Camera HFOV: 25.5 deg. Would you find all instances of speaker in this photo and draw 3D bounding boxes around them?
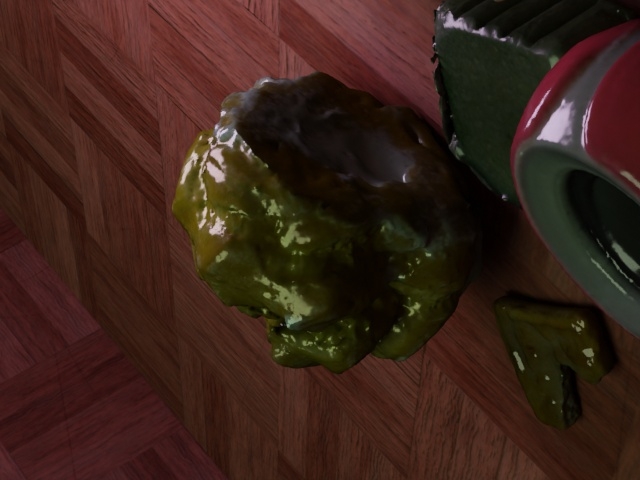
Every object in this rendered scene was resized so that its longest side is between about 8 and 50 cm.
[{"bbox_3d":[0.291,-0.041,1.124,0.294,0.294,0.294,44,151,32],"label":"speaker"}]

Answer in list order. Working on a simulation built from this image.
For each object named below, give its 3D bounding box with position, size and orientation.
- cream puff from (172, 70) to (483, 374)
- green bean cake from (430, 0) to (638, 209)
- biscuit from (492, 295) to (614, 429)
[{"bbox_3d":[0.000,0.000,1.622,0.378,0.378,0.275,47,131,26],"label":"cream puff"},{"bbox_3d":[0.215,-0.129,1.348,0.222,0.125,0.227,27,141,47],"label":"green bean cake"},{"bbox_3d":[0.278,0.145,1.625,0.183,0.039,0.174,0,116,63],"label":"biscuit"}]
